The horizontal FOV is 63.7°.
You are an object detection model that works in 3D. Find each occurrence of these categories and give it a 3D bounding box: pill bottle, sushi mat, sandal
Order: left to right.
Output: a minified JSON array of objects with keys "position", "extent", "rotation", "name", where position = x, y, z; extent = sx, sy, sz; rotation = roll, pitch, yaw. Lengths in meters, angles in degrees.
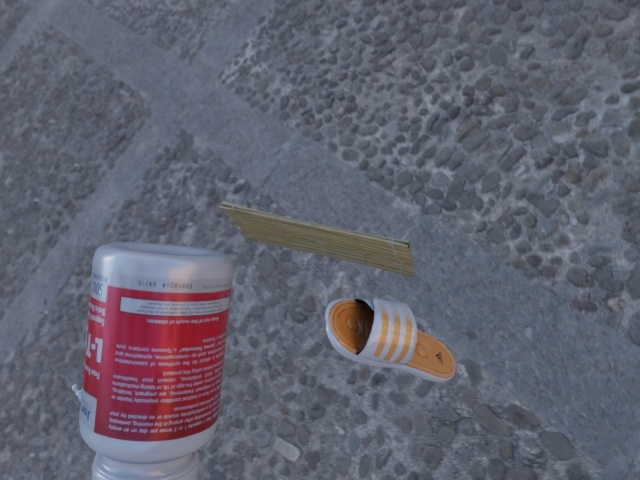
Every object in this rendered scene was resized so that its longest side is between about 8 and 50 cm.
[{"position":[-0.278,0.216,0.874],"extent":[0.228,0.229,0.408],"rotation":[8,93,34],"name":"pill bottle"},{"position":[0.000,0.000,0.853],"extent":[0.316,0.151,0.019],"rotation":[12,70,16],"name":"sushi mat"},{"position":[0.125,0.138,0.770],"extent":[0.076,0.265,0.102],"rotation":[-43,38,37],"name":"sandal"}]

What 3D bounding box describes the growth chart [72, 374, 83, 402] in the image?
[{"position":[-0.412,0.266,1.038],"extent":[0.172,0.021,0.237],"rotation":[42,101,22],"name":"growth chart"}]
